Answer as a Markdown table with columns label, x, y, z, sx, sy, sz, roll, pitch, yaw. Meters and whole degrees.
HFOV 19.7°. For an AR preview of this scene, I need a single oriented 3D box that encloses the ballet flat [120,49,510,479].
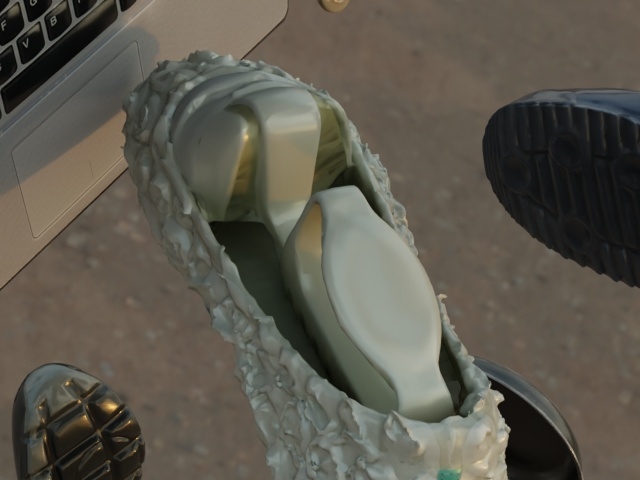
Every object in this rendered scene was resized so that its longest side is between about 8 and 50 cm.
| label | x | y | z | sx | sy | sz | roll | pitch | yaw |
| --- | --- | --- | --- | --- | --- | --- | --- | --- | --- |
| ballet flat | 0.000 | 0.000 | 0.990 | 0.147 | 0.147 | 0.409 | 7 | 38 | -36 |

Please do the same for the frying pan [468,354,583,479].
| label | x | y | z | sx | sy | sz | roll | pitch | yaw |
| --- | --- | --- | --- | --- | --- | --- | --- | --- | --- |
| frying pan | 0.111 | 0.180 | 1.666 | 0.197 | 0.326 | 0.053 | 51 | 57 | -16 |

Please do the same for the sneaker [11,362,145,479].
| label | x | y | z | sx | sy | sz | roll | pitch | yaw |
| --- | --- | --- | --- | --- | --- | --- | --- | --- | --- |
| sneaker | -0.180 | 0.186 | 1.342 | 0.101 | 0.267 | 0.106 | -34 | 44 | -24 |

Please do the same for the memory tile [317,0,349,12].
| label | x | y | z | sx | sy | sz | roll | pitch | yaw |
| --- | --- | --- | --- | --- | --- | --- | --- | --- | --- |
| memory tile | 0.012 | -0.269 | 1.495 | 0.012 | 0.148 | 0.113 | 9 | -22 | 44 |

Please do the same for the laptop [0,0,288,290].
| label | x | y | z | sx | sy | sz | roll | pitch | yaw |
| --- | --- | --- | --- | --- | --- | --- | --- | --- | --- |
| laptop | -0.062 | -0.134 | 0.981 | 0.236 | 0.408 | 0.382 | 26 | 54 | 26 |

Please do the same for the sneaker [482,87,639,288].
| label | x | y | z | sx | sy | sz | roll | pitch | yaw |
| --- | --- | --- | --- | --- | --- | --- | --- | --- | --- |
| sneaker | 0.247 | -0.034 | 1.006 | 0.319 | 0.112 | 0.131 | 15 | 35 | 32 |
